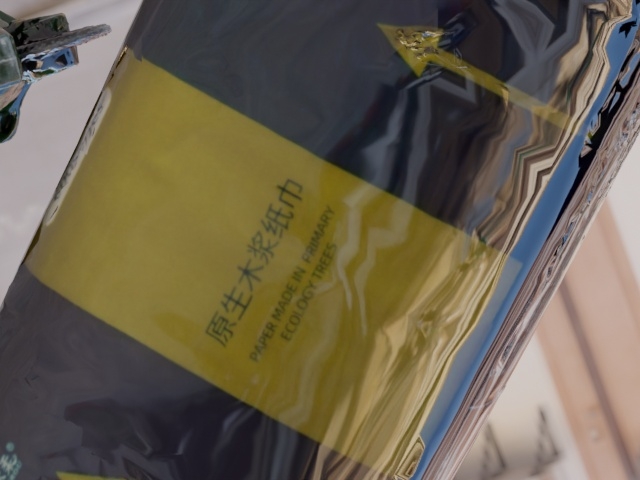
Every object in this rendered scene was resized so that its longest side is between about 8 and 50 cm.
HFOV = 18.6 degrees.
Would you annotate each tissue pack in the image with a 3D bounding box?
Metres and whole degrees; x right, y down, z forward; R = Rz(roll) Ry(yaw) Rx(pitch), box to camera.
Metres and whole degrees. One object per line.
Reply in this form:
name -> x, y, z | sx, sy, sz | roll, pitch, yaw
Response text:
tissue pack -> 0.000, 0.000, 1.048 | 0.417, 0.253, 0.264 | -65, 172, 9

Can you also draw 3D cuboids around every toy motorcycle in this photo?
toy motorcycle -> -0.294, -0.110, 1.384 | 0.274, 0.125, 0.187 | -22, -169, -35
